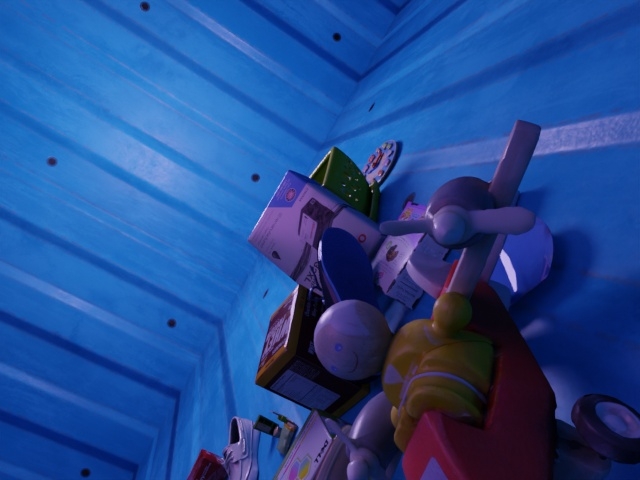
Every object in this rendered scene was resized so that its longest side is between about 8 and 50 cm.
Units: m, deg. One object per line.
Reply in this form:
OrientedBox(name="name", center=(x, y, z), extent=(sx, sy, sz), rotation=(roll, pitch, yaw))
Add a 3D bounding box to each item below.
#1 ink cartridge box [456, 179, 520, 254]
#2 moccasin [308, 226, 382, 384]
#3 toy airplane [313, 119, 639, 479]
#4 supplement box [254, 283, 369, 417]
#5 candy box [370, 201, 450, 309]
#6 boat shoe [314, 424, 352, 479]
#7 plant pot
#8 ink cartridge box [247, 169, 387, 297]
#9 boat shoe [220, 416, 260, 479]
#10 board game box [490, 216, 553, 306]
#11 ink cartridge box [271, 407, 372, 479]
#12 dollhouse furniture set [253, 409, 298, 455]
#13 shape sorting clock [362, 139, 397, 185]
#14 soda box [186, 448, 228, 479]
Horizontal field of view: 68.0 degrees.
OrientedBox(name="ink cartridge box", center=(0.285, -0.037, 0.832), extent=(0.123, 0.052, 0.088), rotation=(-64, 15, -19))
OrientedBox(name="moccasin", center=(0.042, 0.126, 0.968), extent=(0.117, 0.137, 0.342), rotation=(120, 150, -43))
OrientedBox(name="toy airplane", center=(0.129, 0.110, 0.542), extent=(0.384, 0.272, 0.387), rotation=(110, 170, -73))
OrientedBox(name="supplement box", center=(-0.009, 0.234, 1.005), extent=(0.129, 0.194, 0.191), rotation=(-50, 18, 32))
OrientedBox(name="candy box", center=(0.189, 0.025, 0.997), extent=(0.196, 0.070, 0.165), rotation=(-58, 15, 4))
OrientedBox(name="boat shoe", center=(0.030, 0.413, 0.643), extent=(0.109, 0.098, 0.303), rotation=(42, -121, -64))
OrientedBox(name="plant pot", center=(0.051, -0.107, 1.444), extent=(0.228, 0.207, 0.227), rotation=(-49, 18, 37))
OrientedBox(name="ink cartridge box", center=(0.000, 0.000, 1.194), extent=(0.223, 0.307, 0.129), rotation=(-58, -27, 10))
OrientedBox(name="boat shoe", center=(-0.217, 0.573, 1.252), extent=(0.096, 0.088, 0.268), rotation=(-54, 15, 21))
OrientedBox(name="board game box", center=(0.287, 0.046, 0.709), extent=(0.169, 0.033, 0.133), rotation=(-53, 22, 34))
OrientedBox(name="ink cartridge box", center=(0.012, 0.421, 0.769), extent=(0.189, 0.097, 0.255), rotation=(-60, 14, -4))
OrientedBox(name="dollhouse furniture set", center=(-0.115, 0.468, 1.176), extent=(0.076, 0.058, 0.151), rotation=(-65, 15, -18))
OrientedBox(name="shape sorting clock", center=(0.188, -0.247, 1.591), extent=(0.206, 0.040, 0.206), rotation=(-54, 15, 22))
OrientedBox(name="soda box", center=(-0.366, 0.760, 1.381), extent=(0.264, 0.092, 0.083), rotation=(-64, 14, -14))
